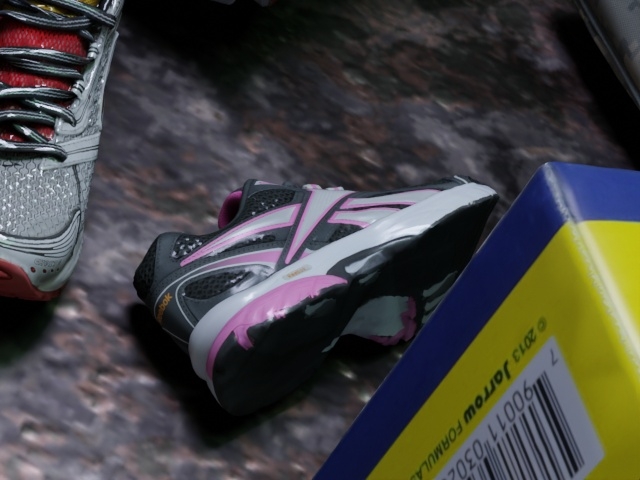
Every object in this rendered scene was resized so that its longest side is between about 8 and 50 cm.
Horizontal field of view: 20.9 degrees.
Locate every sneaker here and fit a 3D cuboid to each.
[{"bbox_3d":[-0.120,-0.072,0.661,0.088,0.093,0.225,15,44,-22],"label":"sneaker"},{"bbox_3d":[0.000,0.000,0.689,0.077,0.072,0.178,39,33,24],"label":"sneaker"}]

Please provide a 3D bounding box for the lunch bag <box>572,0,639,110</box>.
[{"bbox_3d":[0.306,-0.094,0.887,0.256,0.212,0.305,11,43,-48],"label":"lunch bag"}]

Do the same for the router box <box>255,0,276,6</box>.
[{"bbox_3d":[-0.064,-0.326,0.780,0.335,0.301,0.082,37,-5,1],"label":"router box"}]

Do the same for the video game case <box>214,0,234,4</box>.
[{"bbox_3d":[-0.113,-0.186,0.836,0.143,0.019,0.157,11,44,-24],"label":"video game case"}]

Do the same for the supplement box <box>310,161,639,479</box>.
[{"bbox_3d":[0.155,0.176,0.514,0.194,0.195,0.357,5,47,-29],"label":"supplement box"}]
